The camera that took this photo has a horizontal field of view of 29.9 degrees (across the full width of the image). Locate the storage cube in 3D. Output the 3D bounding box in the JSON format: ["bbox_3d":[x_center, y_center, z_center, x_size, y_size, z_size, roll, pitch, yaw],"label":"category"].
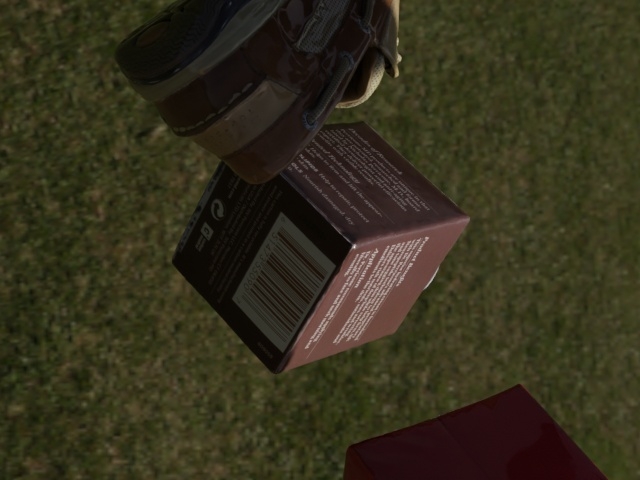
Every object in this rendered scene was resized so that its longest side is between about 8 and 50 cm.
[{"bbox_3d":[0.134,0.270,0.998,0.183,0.193,0.215,-16,134,-25],"label":"storage cube"}]

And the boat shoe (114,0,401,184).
[{"bbox_3d":[-0.010,-0.137,0.757,0.120,0.122,0.324,55,37,-15],"label":"boat shoe"}]

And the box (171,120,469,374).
[{"bbox_3d":[0.000,0.000,1.179,0.167,0.168,0.203,44,31,24],"label":"box"}]
